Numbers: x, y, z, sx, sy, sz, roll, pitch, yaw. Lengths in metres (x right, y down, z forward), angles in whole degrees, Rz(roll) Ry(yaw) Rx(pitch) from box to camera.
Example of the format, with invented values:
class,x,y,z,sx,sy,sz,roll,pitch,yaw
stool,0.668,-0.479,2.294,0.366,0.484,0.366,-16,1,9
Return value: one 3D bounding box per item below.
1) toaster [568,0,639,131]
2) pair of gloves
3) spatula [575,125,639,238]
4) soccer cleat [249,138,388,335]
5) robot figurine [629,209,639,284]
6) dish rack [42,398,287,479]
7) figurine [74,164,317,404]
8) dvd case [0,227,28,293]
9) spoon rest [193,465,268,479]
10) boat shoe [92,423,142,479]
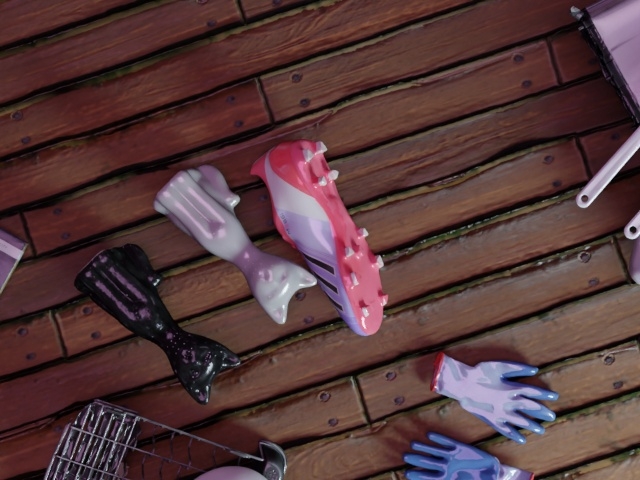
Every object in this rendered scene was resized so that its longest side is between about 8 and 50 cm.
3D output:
class,x,y,z,sx,sy,sz,roll,pitch,yaw
toaster,0.369,-0.208,1.643,0.110,0.186,0.168,-30,89,13
pair of gloves,0.189,0.232,1.736,0.159,0.023,0.198,18,90,4
spatula,0.397,-0.089,1.559,0.168,0.019,0.242,42,107,8
soccer cleat,0.000,0.000,1.722,0.095,0.083,0.248,-20,96,33
robot figurine,0.501,0.003,1.633,0.300,0.200,0.353,5,90,18
dish rack,-0.188,0.304,1.699,0.271,0.074,0.208,20,90,-11
figurine,-0.139,0.050,1.703,0.209,0.092,0.215,45,91,6
dvd case,-0.476,0.059,1.760,0.164,0.018,0.221,29,92,3
spoon rest,-0.085,0.393,1.664,0.137,0.084,0.276,-17,90,-17
boat shoe,-0.253,0.276,1.739,0.043,0.049,0.137,38,91,-5
